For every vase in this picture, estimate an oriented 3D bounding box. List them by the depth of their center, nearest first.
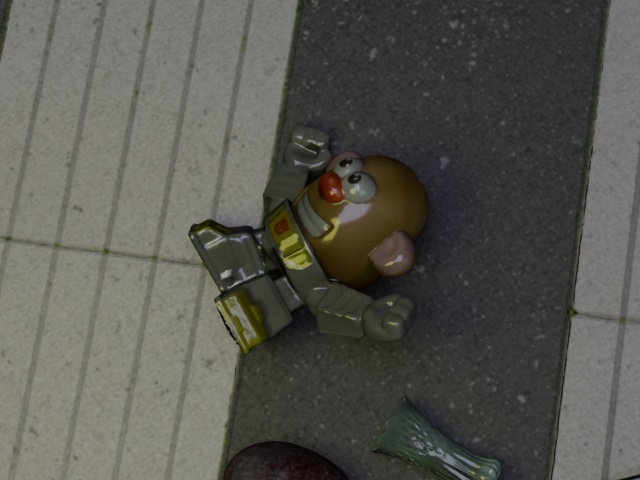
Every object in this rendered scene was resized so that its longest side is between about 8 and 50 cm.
[{"bbox_3d":[0.144,0.259,1.812,0.148,0.081,0.081,31,82,8],"label":"vase"}]

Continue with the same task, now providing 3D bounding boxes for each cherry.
[{"bbox_3d":[-0.041,0.325,1.783,0.176,0.140,0.176,1,65,-3],"label":"cherry"}]

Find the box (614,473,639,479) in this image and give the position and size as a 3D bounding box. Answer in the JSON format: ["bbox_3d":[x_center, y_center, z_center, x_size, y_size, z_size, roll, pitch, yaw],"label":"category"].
[{"bbox_3d":[0.458,0.361,1.758,0.350,0.058,0.211,-14,78,3],"label":"box"}]

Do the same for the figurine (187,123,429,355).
[{"bbox_3d":[0.000,0.000,1.839,0.285,0.167,0.342,-26,71,3],"label":"figurine"}]
